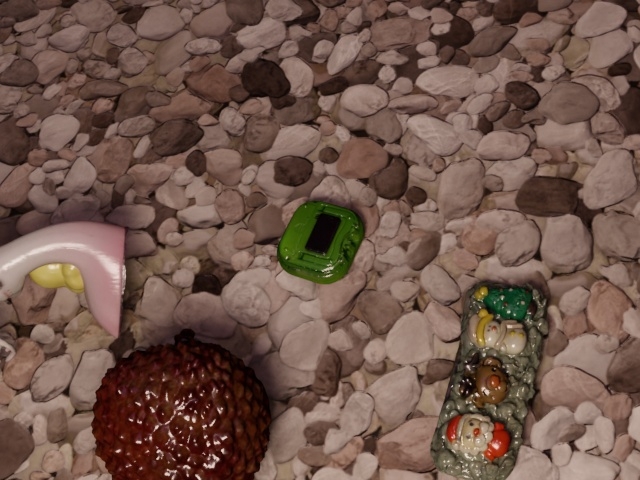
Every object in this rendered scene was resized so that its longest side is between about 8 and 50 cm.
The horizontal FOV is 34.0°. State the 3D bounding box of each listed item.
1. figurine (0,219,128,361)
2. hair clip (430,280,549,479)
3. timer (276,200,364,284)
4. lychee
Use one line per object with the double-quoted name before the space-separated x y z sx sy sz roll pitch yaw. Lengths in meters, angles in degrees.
"figurine" -0.482 0.098 1.710 0.315 0.284 0.206 5 48 -11
"hair clip" 0.252 0.192 1.538 0.138 0.091 0.321 9 64 15
"timer" 0.000 0.000 1.736 0.128 0.047 0.140 17 66 21
"lychee" -0.201 0.255 1.512 0.264 0.264 0.300 -11 55 7
